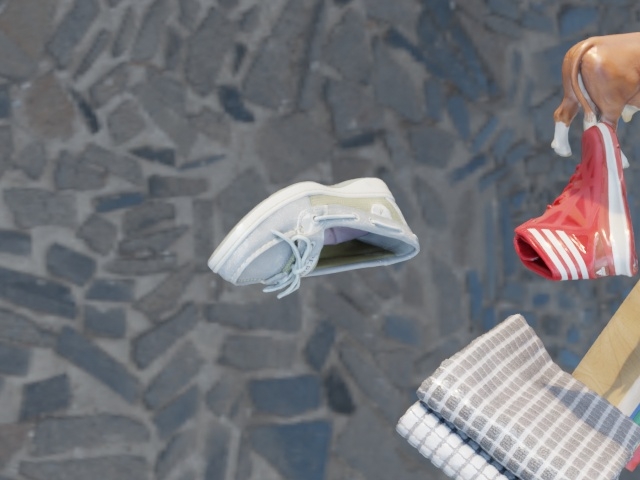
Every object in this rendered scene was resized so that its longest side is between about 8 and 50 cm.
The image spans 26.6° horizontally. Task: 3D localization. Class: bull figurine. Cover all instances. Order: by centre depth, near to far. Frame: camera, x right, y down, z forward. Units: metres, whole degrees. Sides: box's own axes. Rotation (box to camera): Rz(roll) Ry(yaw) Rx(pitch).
[{"bbox_3d":[0.426,-0.200,1.717,0.310,0.101,0.188,-9,119,-27],"label":"bull figurine"}]

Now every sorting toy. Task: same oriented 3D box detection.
[{"bbox_3d":[0.469,0.196,1.986,0.089,0.257,0.255,32,100,-5],"label":"sorting toy"}]

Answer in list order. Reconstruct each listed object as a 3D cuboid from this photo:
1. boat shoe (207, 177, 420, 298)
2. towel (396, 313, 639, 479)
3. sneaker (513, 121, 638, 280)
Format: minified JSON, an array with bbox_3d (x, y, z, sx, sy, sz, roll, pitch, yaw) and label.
[{"bbox_3d":[-0.001,0.002,1.604,0.103,0.118,0.320,51,33,19],"label":"boat shoe"},{"bbox_3d":[0.242,0.212,1.559,0.121,0.235,0.284,-60,164,22],"label":"towel"},{"bbox_3d":[0.270,-0.044,1.480,0.221,0.128,0.087,-86,163,-50],"label":"sneaker"}]
